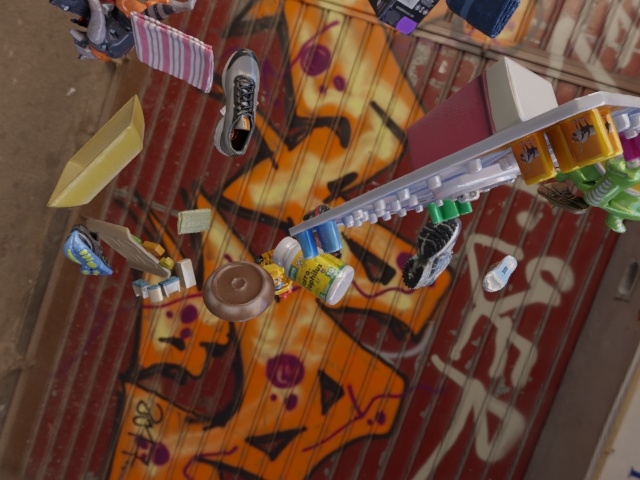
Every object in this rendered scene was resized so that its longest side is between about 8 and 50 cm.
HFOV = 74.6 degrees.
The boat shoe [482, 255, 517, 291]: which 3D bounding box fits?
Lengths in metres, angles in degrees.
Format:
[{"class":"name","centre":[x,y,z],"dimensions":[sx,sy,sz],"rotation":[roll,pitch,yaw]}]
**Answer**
[{"class":"boat shoe","centre":[0.590,0.125,1.422],"dimensions":[0.183,0.065,0.083],"rotation":[-34,170,-30]}]

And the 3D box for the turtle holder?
[{"class":"turtle holder","centre":[0.708,-0.182,0.984],"dimensions":[0.227,0.320,0.244],"rotation":[-58,-144,42]}]

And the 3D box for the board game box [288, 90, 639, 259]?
[{"class":"board game box","centre":[0.217,-0.071,0.558],"dimensions":[0.389,0.051,0.389],"rotation":[-14,175,-41]}]

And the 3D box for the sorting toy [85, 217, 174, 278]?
[{"class":"sorting toy","centre":[-0.551,0.029,1.284],"dimensions":[0.041,0.307,0.229],"rotation":[-60,146,-29]}]

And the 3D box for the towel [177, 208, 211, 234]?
[{"class":"towel","centre":[-0.538,-0.083,1.787],"dimensions":[0.148,0.027,0.110],"rotation":[-12,127,-40]}]

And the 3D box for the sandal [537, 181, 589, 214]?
[{"class":"sandal","centre":[0.621,-0.102,1.084],"dimensions":[0.180,0.072,0.049],"rotation":[-99,174,-61]}]

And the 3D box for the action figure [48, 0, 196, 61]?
[{"class":"action figure","centre":[-0.510,-0.549,1.016],"dimensions":[0.341,0.330,0.179],"rotation":[-23,91,-61]}]

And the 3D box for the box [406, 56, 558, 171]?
[{"class":"box","centre":[0.298,-0.197,0.781],"dimensions":[0.232,0.148,0.127],"rotation":[-29,-121,51]}]

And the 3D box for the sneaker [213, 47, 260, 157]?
[{"class":"sneaker","centre":[-0.199,-0.342,1.071],"dimensions":[0.108,0.100,0.272],"rotation":[37,-60,50]}]

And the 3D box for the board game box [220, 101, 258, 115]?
[{"class":"board game box","centre":[-0.373,-0.616,1.937],"dimensions":[0.154,0.026,0.103],"rotation":[-41,148,10]}]

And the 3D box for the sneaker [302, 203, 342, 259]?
[{"class":"sneaker","centre":[0.000,0.000,1.689],"dimensions":[0.097,0.135,0.276],"rotation":[-20,96,-58]}]

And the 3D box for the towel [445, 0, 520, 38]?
[{"class":"towel","centre":[0.248,-0.374,0.657],"dimensions":[0.029,0.120,0.067],"rotation":[-12,144,-35]}]

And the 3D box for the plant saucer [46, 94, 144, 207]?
[{"class":"plant saucer","centre":[-0.640,-0.258,1.253],"dimensions":[0.332,0.081,0.333],"rotation":[-41,-143,7]}]

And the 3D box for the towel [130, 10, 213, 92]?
[{"class":"towel","centre":[-0.350,-0.440,0.994],"dimensions":[0.144,0.196,0.029],"rotation":[128,-18,-65]}]

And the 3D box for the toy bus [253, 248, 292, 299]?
[{"class":"toy bus","centre":[-0.177,0.149,1.717],"dimensions":[0.220,0.149,0.212],"rotation":[-81,151,-75]}]

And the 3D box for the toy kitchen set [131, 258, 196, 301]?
[{"class":"toy kitchen set","centre":[-0.685,0.161,1.825],"dimensions":[0.207,0.166,0.122],"rotation":[-26,117,-47]}]

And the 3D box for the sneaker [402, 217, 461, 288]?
[{"class":"sneaker","centre":[0.376,0.036,1.371],"dimensions":[0.110,0.122,0.283],"rotation":[57,-49,41]}]

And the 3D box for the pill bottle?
[{"class":"pill bottle","centre":[-0.024,0.075,1.143],"dimensions":[0.118,0.208,0.118],"rotation":[-49,158,-27]}]

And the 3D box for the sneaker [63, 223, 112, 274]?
[{"class":"sneaker","centre":[-0.487,0.025,0.896],"dimensions":[0.188,0.066,0.078],"rotation":[112,-21,-63]}]

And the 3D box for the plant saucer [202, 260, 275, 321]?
[{"class":"plant saucer","centre":[-0.223,0.126,1.146],"dimensions":[0.036,0.198,0.199],"rotation":[98,13,-50]}]

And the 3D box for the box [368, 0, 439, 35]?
[{"class":"box","centre":[0.233,-0.825,1.345],"dimensions":[0.143,0.165,0.271],"rotation":[-42,-121,40]}]
